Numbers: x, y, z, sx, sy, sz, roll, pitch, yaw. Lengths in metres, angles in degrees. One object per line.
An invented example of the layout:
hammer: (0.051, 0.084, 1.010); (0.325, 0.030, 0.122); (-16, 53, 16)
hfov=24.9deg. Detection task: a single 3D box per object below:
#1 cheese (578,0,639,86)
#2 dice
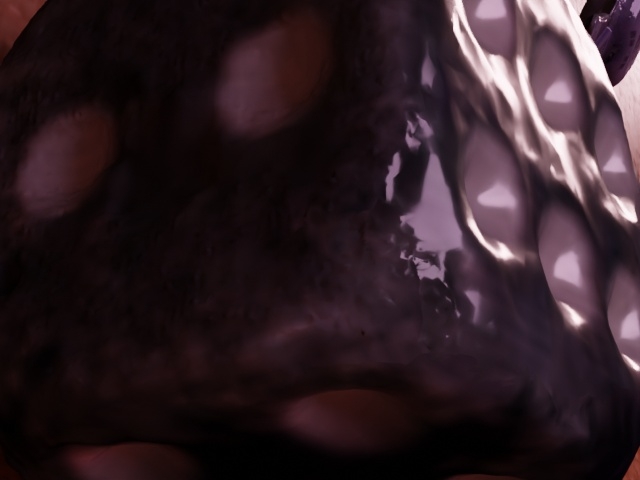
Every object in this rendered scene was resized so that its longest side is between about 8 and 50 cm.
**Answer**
cheese: (0.183, -0.132, 0.928); (0.191, 0.042, 0.105); (-49, 160, -54)
dice: (0.000, 0.000, 0.487); (0.182, 0.183, 0.181); (35, 46, -48)
